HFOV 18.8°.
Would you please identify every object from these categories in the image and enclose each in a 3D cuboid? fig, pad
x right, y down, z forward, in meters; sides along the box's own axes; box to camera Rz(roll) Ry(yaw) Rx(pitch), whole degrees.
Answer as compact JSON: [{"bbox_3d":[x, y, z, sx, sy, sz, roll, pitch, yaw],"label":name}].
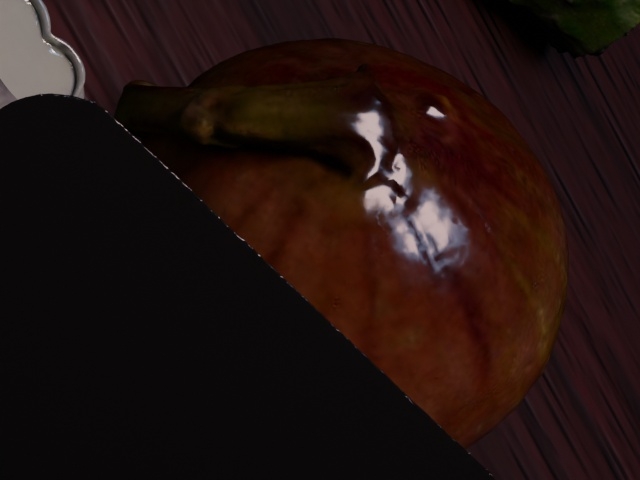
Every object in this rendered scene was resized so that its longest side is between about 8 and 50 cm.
[{"bbox_3d":[0.001,0.001,0.780,0.205,0.205,0.205,23,56,-39],"label":"fig"},{"bbox_3d":[-0.067,0.083,0.704,0.267,0.181,0.004,45,8,-24],"label":"pad"}]

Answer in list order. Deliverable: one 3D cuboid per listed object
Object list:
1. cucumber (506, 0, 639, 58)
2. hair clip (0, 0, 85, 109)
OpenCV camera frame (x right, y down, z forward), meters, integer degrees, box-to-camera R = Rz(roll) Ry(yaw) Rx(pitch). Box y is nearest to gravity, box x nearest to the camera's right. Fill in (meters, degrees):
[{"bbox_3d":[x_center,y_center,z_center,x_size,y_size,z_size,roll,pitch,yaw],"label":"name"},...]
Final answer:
[{"bbox_3d":[0.099,-0.217,1.050,0.244,0.134,0.134,38,48,-25],"label":"cucumber"},{"bbox_3d":[-0.166,-0.096,0.760,0.140,0.054,0.220,-39,99,-44],"label":"hair clip"}]
